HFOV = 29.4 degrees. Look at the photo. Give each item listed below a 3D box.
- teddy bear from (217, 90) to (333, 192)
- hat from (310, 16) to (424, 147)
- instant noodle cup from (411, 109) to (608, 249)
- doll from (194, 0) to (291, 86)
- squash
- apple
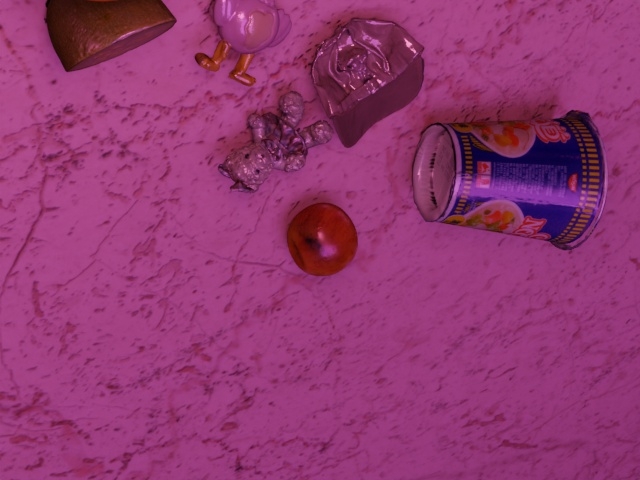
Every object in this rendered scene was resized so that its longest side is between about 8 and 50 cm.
[{"bbox_3d":[-0.091,-0.169,2.202,0.213,0.111,0.133,-40,93,-3],"label":"teddy bear"},{"bbox_3d":[0.070,-0.291,2.214,0.214,0.149,0.244,-36,172,-11],"label":"hat"},{"bbox_3d":[0.358,-0.127,2.390,0.313,0.284,0.284,2,126,-20],"label":"instant noodle cup"},{"bbox_3d":[-0.072,-0.427,1.997,0.160,0.094,0.365,19,117,-42],"label":"doll"},{"bbox_3d":[-0.307,-0.300,1.858,0.189,0.260,0.189,-16,132,-19],"label":"squash"},{"bbox_3d":[0.000,0.000,2.363,0.147,0.146,0.146,-15,133,-17],"label":"apple"}]
